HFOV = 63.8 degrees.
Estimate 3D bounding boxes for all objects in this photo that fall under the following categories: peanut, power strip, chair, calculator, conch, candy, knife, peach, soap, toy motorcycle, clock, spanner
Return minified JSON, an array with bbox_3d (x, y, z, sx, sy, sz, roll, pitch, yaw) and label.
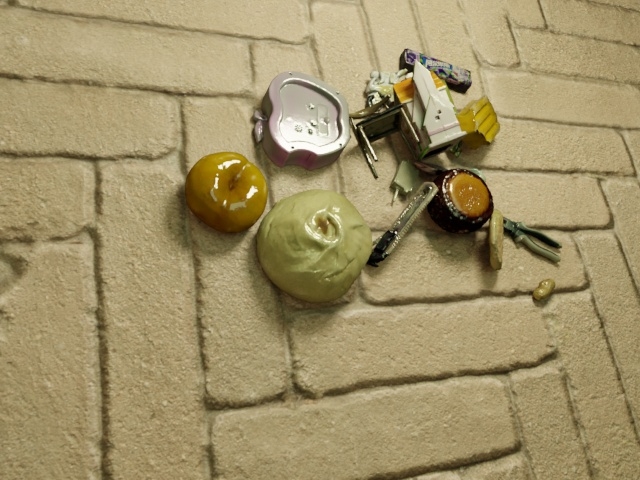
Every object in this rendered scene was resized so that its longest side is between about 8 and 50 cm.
[{"bbox_3d":[0.813,0.178,1.869,0.113,0.054,0.054,-38,87,-28],"label":"peanut"},{"bbox_3d":[0.291,-0.204,1.817,0.075,0.042,0.175,31,61,-7],"label":"power strip"},{"bbox_3d":[0.206,-0.386,1.770,0.188,0.166,0.272,-24,73,0],"label":"chair"},{"bbox_3d":[0.405,-0.260,1.857,0.166,0.103,0.024,3,113,-34],"label":"calculator"},{"bbox_3d":[0.585,-0.233,1.937,0.076,0.057,0.085,22,32,7],"label":"conch"},{"bbox_3d":[0.466,-0.680,2.060,0.312,0.061,0.088,12,64,-16],"label":"candy"},{"bbox_3d":[0.263,-0.063,1.687,0.089,0.043,0.365,33,75,28],"label":"knife"},{"bbox_3d":[-0.274,-0.146,1.521,0.251,0.153,0.251,5,75,-21],"label":"peach"},{"bbox_3d":[0.595,-0.439,1.945,0.257,0.080,0.160,-43,109,-47],"label":"soap"},{"bbox_3d":[0.247,-0.578,1.931,0.228,0.074,0.151,-32,89,-19],"label":"toy motorcycle"},{"bbox_3d":[-0.061,-0.402,1.726,0.338,0.102,0.339,7,67,-18],"label":"clock"},{"bbox_3d":[0.775,-0.017,1.934,0.324,0.040,0.096,27,62,-11],"label":"spanner"},{"bbox_3d":[0.364,-0.459,1.808,0.166,0.235,0.310,-20,87,0],"label":"clock"}]

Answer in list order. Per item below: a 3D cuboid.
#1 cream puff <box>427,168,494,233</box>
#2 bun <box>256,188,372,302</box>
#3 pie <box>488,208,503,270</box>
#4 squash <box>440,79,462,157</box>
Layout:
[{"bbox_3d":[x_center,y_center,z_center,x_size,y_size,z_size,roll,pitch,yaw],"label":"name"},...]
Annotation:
[{"bbox_3d":[0.479,-0.132,1.793,0.239,0.165,0.239,7,68,-18],"label":"cream puff"},{"bbox_3d":[-0.002,-0.001,1.538,0.364,0.202,0.364,8,65,-17],"label":"bun"},{"bbox_3d":[0.616,-0.010,1.801,0.052,0.185,0.218,2,63,18],"label":"pie"},{"bbox_3d":[0.475,-0.456,1.963,0.137,0.137,0.287,-30,95,-28],"label":"squash"}]
